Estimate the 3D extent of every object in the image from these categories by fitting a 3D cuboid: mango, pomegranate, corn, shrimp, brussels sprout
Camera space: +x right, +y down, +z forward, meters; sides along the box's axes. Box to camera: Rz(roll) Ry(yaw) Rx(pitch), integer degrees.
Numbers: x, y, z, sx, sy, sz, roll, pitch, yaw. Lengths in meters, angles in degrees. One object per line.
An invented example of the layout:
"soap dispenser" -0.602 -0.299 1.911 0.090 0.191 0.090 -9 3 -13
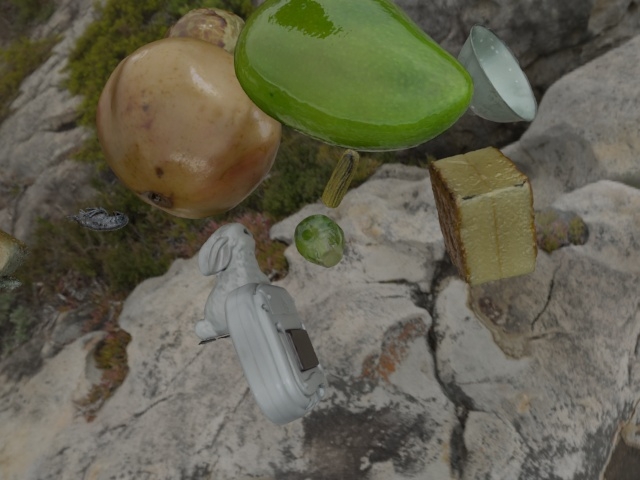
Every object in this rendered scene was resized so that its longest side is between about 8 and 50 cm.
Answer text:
"mango" 0.032 -0.205 0.660 0.343 0.156 0.192 35 86 38
"pomegranate" -0.274 -0.255 1.220 0.412 0.411 0.411 -12 59 22
"corn" 0.065 -0.196 1.807 0.072 0.072 0.203 41 114 37
"shrimp" -0.535 -0.052 1.327 0.165 0.056 0.065 12 36 17
"brussels sprout" 0.000 -0.003 1.530 0.155 0.155 0.117 53 129 37

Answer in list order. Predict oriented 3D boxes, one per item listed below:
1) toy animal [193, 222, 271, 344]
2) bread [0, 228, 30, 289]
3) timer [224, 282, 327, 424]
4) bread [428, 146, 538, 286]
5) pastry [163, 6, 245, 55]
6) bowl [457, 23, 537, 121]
"toy animal" -0.274 0.121 1.710 0.194 0.258 0.357 -23 77 55
"bread" -0.687 0.034 1.050 0.176 0.246 0.195 -59 19 -8
"timer" -0.070 0.189 0.980 0.087 0.262 0.237 -26 78 7
"bread" 0.425 -0.069 1.473 0.207 0.279 0.279 -16 26 4
"pastry" -0.454 -0.739 2.217 0.389 0.312 0.388 -8 68 21
"bowl" 0.477 -0.448 1.621 0.146 0.313 0.313 -31 50 41
